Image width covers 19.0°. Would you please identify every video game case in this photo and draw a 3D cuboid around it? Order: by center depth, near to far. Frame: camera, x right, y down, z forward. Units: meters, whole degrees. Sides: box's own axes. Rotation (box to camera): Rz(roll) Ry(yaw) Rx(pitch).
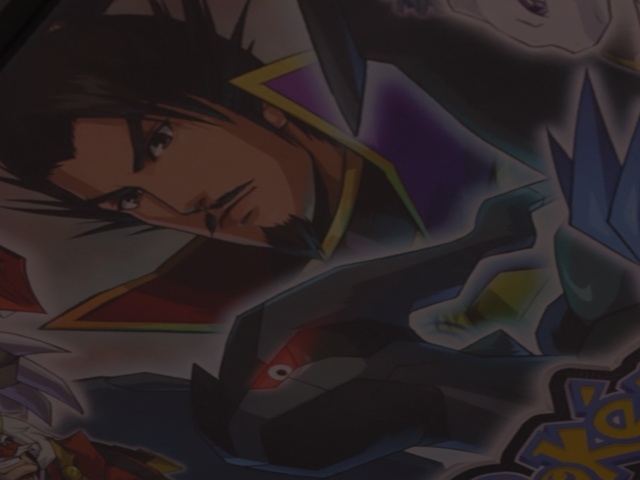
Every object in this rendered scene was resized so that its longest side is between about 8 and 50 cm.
[{"bbox_3d":[0.022,0.018,0.406,0.275,0.248,0.035,-40,32,40],"label":"video game case"}]
